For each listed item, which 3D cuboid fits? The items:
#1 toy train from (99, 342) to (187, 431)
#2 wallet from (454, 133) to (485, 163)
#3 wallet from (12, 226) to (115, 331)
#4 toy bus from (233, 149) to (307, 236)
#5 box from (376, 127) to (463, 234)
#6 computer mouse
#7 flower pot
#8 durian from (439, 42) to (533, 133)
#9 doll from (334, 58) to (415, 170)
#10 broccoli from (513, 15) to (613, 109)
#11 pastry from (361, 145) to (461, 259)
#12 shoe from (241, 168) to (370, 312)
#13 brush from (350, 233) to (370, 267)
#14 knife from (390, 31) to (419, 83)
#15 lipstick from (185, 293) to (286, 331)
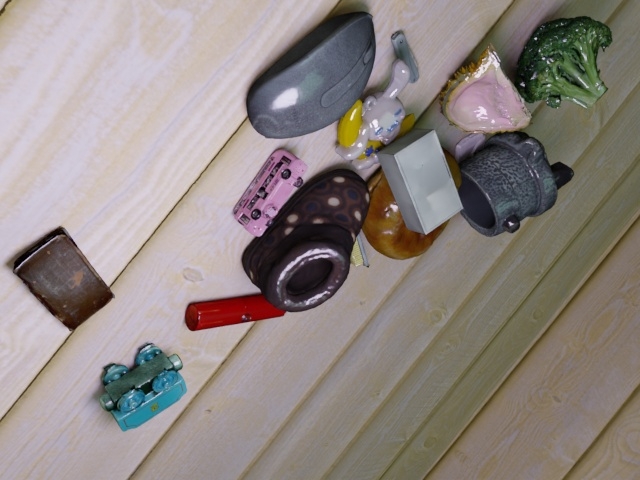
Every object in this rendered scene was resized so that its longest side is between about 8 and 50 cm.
[{"bbox_3d":[-0.420,0.351,1.528,0.203,0.112,0.163,-28,143,-24],"label":"toy train"},{"bbox_3d":[0.465,-0.249,2.007,0.124,0.032,0.183,-29,139,-23],"label":"wallet"},{"bbox_3d":[-0.507,0.082,1.277,0.122,0.031,0.232,-41,144,-20],"label":"wallet"},{"bbox_3d":[-0.115,-0.111,1.471,0.203,0.090,0.063,-55,143,4],"label":"toy bus"},{"bbox_3d":[0.248,-0.147,1.591,0.129,0.086,0.225,-33,113,-18],"label":"box"},{"bbox_3d":[0.009,-0.345,1.383,0.374,0.114,0.203,-41,141,-14],"label":"computer mouse"},{"bbox_3d":[0.560,-0.183,1.892,0.283,0.299,0.299,-30,139,-11],"label":"flower pot"},{"bbox_3d":[0.425,-0.388,1.761,0.195,0.185,0.305,-36,141,13],"label":"durian"},{"bbox_3d":[0.140,-0.288,1.567,0.252,0.111,0.237,-40,145,2],"label":"doll"},{"bbox_3d":[0.717,-0.506,1.871,0.308,0.275,0.308,-39,169,-9],"label":"broccoli"},{"bbox_3d":[0.254,-0.109,1.794,0.356,0.164,0.356,-31,137,-33],"label":"pastry"},{"bbox_3d":[0.000,0.000,1.541,0.384,0.237,0.171,-42,128,-8],"label":"shoe"},{"bbox_3d":[0.081,-0.022,1.785,0.060,0.068,0.297,-20,134,-3],"label":"brush"},{"bbox_3d":[0.212,-0.449,1.581,0.044,0.023,0.162,-45,143,-5],"label":"knife"},{"bbox_3d":[-0.211,0.179,1.633,0.279,0.073,0.073,-4,124,-43],"label":"lipstick"}]
